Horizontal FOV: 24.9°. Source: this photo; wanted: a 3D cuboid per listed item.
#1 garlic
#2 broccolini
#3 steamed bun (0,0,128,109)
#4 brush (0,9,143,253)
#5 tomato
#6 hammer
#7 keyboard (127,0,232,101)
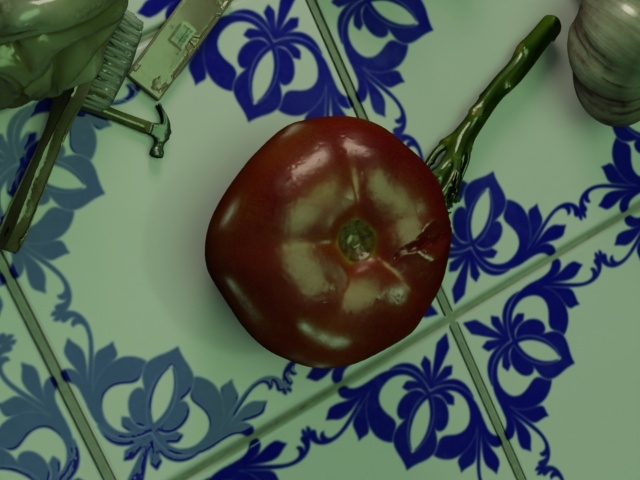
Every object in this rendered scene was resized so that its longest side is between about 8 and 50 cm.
[{"bbox_3d":[0.402,-0.307,1.948,0.245,0.245,0.253,-35,68,-21],"label":"garlic"},{"bbox_3d":[0.216,-0.136,1.921,0.079,0.074,0.392,32,71,21],"label":"broccolini"},{"bbox_3d":[-0.317,-0.287,1.567,0.219,0.309,0.324,37,69,-48],"label":"steamed bun"},{"bbox_3d":[-0.284,-0.133,1.673,0.065,0.070,0.327,25,86,-30],"label":"brush"},{"bbox_3d":[0.000,0.000,1.724,0.298,0.226,0.299,-2,95,-19],"label":"tomato"},{"bbox_3d":[-0.260,-0.157,1.720,0.182,0.017,0.062,21,81,-22],"label":"hammer"},{"bbox_3d":[-0.169,-0.247,1.763,0.055,0.017,0.166,38,75,-15],"label":"keyboard"}]
